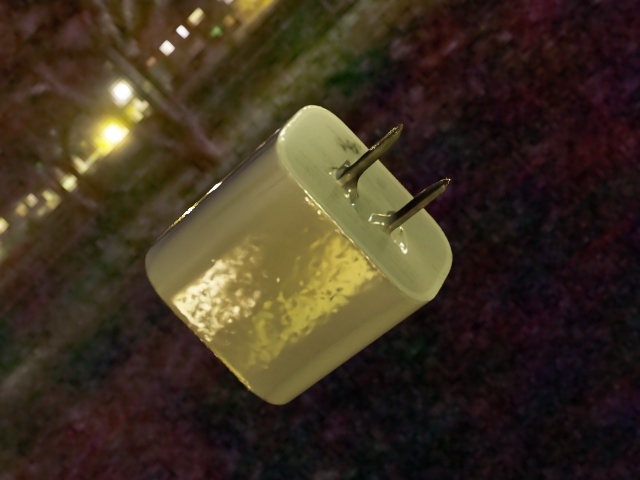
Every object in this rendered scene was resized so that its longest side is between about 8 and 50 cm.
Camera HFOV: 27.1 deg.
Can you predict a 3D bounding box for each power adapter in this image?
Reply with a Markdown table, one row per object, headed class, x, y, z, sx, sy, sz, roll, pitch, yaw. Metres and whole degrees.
| class | x | y | z | sx | sy | sz | roll | pitch | yaw |
| --- | --- | --- | --- | --- | --- | --- | --- | --- | --- |
| power adapter | 0.000 | 0.000 | 1.118 | 0.255 | 0.187 | 0.124 | -38 | 9 | 34 |
